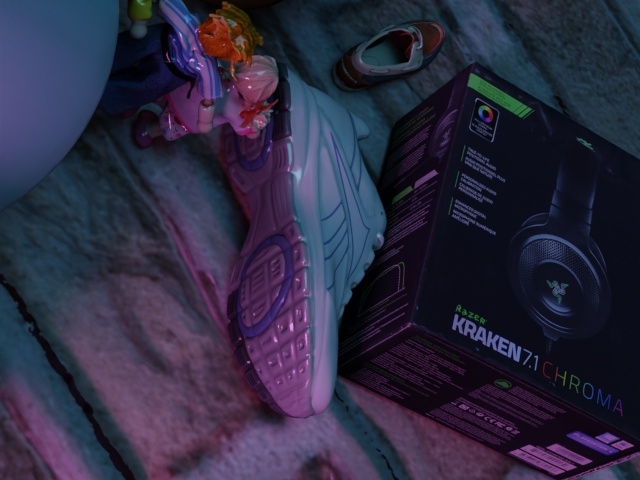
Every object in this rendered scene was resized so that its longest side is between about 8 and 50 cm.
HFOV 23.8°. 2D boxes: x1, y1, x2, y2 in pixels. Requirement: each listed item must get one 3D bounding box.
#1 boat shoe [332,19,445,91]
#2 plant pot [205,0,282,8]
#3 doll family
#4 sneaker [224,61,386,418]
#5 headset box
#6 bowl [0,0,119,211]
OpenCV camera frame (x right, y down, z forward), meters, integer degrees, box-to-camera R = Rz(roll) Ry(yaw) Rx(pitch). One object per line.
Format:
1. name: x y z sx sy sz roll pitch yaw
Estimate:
1. boat shoe: 0.069 -0.174 1.379 0.137 0.043 0.049 -27 83 -38
2. plant pot: -0.045 -0.331 1.280 0.291 0.203 0.291 12 64 -26
3. doll family: -0.130 -0.165 1.130 0.263 0.163 0.118 62 34 -21
4. sneaker: 0.000 0.000 1.225 0.129 0.111 0.297 16 64 -34
5. headset box: 0.170 0.022 1.298 0.246 0.131 0.283 28 57 -18
6. bowl: -0.300 -0.165 0.982 0.311 0.163 0.312 -1 78 7
